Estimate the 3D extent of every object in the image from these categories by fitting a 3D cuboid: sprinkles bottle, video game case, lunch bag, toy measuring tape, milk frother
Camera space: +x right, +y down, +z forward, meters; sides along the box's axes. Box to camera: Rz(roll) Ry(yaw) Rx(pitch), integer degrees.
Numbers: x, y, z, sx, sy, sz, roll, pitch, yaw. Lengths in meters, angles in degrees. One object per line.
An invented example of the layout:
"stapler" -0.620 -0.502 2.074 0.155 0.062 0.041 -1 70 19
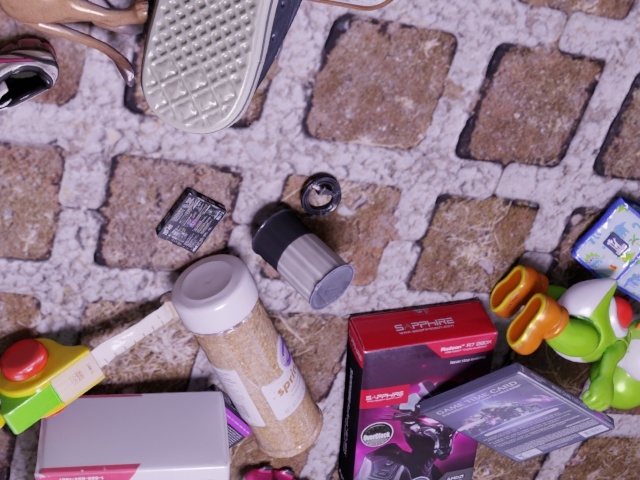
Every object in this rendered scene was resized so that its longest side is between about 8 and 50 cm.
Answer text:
"sprinkles bottle" -0.105 0.184 1.624 0.121 0.121 0.355 -24 129 -1
"video game case" 0.324 0.287 1.737 0.196 0.026 0.274 -29 134 34
"lunch bag" 0.503 0.010 1.725 0.151 0.096 0.129 30 115 -16
"toy measuring tape" -0.365 0.164 1.559 0.330 0.121 0.121 -36 131 -20
"milk frother" 0.000 0.000 1.518 0.129 0.135 0.143 -13 138 -49

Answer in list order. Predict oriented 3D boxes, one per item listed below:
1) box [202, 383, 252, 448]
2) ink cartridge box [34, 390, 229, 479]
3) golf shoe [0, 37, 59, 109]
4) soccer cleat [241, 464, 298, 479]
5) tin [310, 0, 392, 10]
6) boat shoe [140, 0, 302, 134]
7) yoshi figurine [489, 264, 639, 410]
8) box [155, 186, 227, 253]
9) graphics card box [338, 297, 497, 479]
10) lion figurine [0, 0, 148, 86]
"box" -0.202 0.317 1.745 0.162 0.029 0.116 -37 126 7
"ink cartridge box" -0.293 0.428 1.682 0.279 0.160 0.384 -1 128 -10
"golf shoe" -0.409 -0.188 1.283 0.186 0.086 0.067 -20 129 -2
"soccer cleat" -0.028 0.508 1.881 0.331 0.116 0.143 29 111 -33
"tin" 0.023 -0.351 1.342 0.190 0.040 0.106 5 118 -21
"boat shoe" -0.076 -0.365 1.211 0.187 0.156 0.500 21 109 1
"yoshi figurine" 0.446 0.185 1.751 0.362 0.203 0.203 22 74 -21
"box" -0.184 -0.028 1.512 0.067 0.018 0.083 26 113 -31
"graphics card box" 0.156 0.281 1.797 0.233 0.094 0.370 -7 127 -15
"lion figurine" -0.307 -0.347 1.174 0.240 0.142 0.392 2 128 -11
